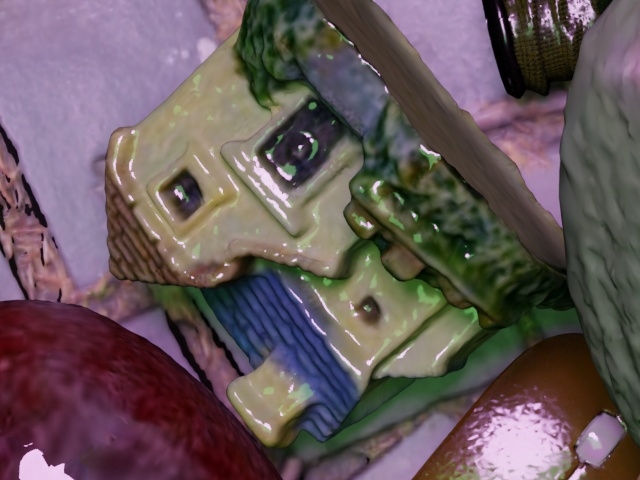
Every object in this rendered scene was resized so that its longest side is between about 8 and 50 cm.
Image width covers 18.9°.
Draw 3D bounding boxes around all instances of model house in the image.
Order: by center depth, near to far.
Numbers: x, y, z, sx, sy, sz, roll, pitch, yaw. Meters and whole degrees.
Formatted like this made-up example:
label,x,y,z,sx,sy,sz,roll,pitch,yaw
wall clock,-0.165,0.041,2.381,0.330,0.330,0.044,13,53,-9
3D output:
label,x,y,z,sx,sy,sz,roll,pitch,yaw
model house,0.000,0.000,0.977,0.189,0.195,0.214,-41,82,15

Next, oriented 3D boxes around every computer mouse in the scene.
label,x,y,z,sx,sy,sz,roll,pitch,yaw
computer mouse,0.099,0.164,1.024,0.126,0.056,0.245,40,94,6

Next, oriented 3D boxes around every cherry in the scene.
label,x,y,z,sx,sy,sz,roll,pitch,yaw
cherry,-0.131,0.158,0.988,0.300,0.203,0.230,27,98,-8

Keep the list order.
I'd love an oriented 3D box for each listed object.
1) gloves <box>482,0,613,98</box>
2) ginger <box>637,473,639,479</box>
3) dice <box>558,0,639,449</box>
label,x,y,z,sx,sy,sz,roll,pitch,yaw
gloves,0.210,-0.143,0.980,0.268,0.107,0.135,-17,80,26
ginger,0.232,0.175,0.985,0.149,0.065,0.259,-9,83,-26
dice,0.310,0.001,0.801,0.330,0.318,0.322,-25,56,-13
